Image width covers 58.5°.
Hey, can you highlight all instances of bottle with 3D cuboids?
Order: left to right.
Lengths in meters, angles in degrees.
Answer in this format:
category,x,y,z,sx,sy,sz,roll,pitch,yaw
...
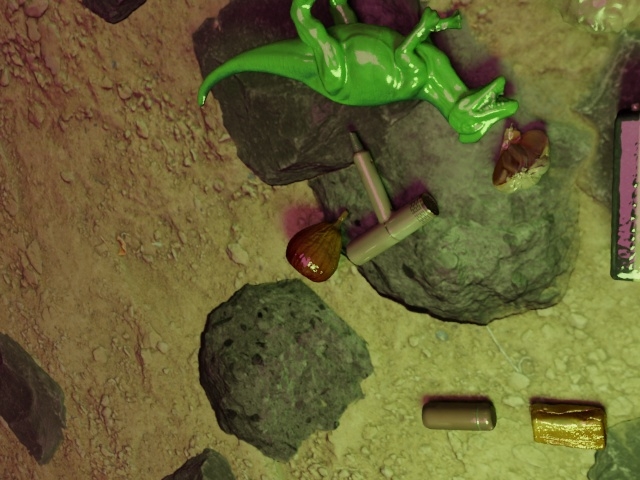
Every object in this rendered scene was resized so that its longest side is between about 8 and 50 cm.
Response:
category,x,y,z,sx,sy,sz,roll,pitch,yaw
bottle,0.272,0.347,1.125,0.140,0.053,0.053,-9,103,31

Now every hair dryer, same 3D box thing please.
category,x,y,z,sx,sy,sz,roll,pitch,yaw
hair dryer,0.084,-0.087,1.077,0.195,0.053,0.220,-37,87,33

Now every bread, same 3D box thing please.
category,x,y,z,sx,sy,sz,roll,pitch,yaw
bread,0.445,0.333,1.027,0.132,0.053,0.074,-7,108,30

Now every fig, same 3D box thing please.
category,x,y,z,sx,sy,sz,roll,pitch,yaw
fig,-0.010,0.009,1.125,0.119,0.119,0.153,29,117,17

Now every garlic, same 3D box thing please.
category,x,y,z,sx,sy,sz,roll,pitch,yaw
garlic,0.326,-0.123,0.919,0.074,0.094,0.113,20,118,-25

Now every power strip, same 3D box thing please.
category,x,y,z,sx,sy,sz,roll,pitch,yaw
power strip,0.467,-0.073,0.840,0.070,0.105,0.257,1,108,28

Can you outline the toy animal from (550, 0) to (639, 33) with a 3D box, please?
category,x,y,z,sx,sy,sz,roll,pitch,yaw
toy animal,0.328,-0.452,0.737,0.226,0.188,0.358,-42,84,23

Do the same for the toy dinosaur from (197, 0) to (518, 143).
category,x,y,z,sx,sy,sz,roll,pitch,yaw
toy dinosaur,0.043,-0.256,1.023,0.499,0.144,0.375,-29,104,36
